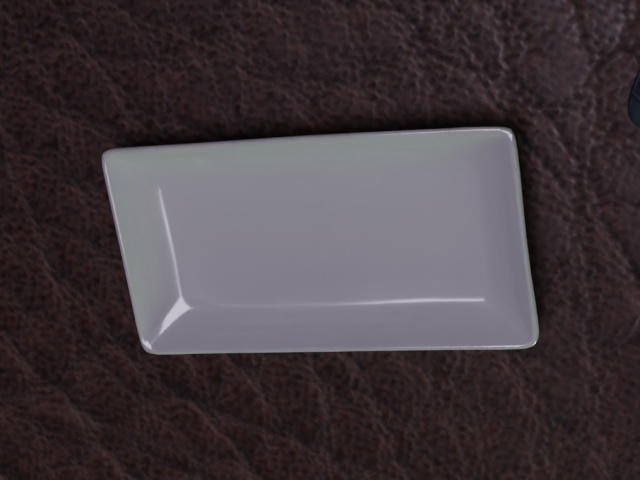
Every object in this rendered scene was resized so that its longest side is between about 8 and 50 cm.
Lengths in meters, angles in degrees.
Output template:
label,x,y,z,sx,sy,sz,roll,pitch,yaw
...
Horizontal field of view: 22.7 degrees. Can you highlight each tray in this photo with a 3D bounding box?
label,x,y,z,sx,sy,sz,roll,pitch,yaw
tray,0.000,0.000,1.005,0.270,0.030,0.145,-2,109,20

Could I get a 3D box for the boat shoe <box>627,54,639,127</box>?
label,x,y,z,sx,sy,sz,roll,pitch,yaw
boat shoe,0.282,-0.039,0.850,0.255,0.095,0.079,28,129,15
